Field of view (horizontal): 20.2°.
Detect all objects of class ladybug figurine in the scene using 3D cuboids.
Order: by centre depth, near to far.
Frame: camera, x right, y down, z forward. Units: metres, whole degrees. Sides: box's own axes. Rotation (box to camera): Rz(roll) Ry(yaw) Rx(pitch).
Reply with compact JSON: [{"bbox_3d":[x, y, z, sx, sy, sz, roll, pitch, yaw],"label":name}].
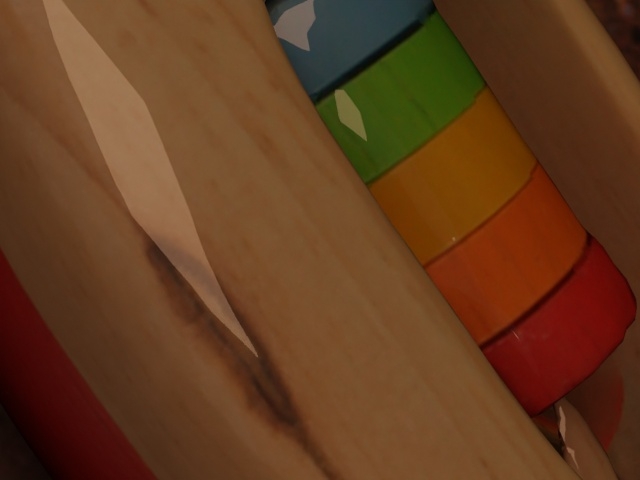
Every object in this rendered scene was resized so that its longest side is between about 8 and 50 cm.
[{"bbox_3d":[0.000,0.000,0.578,0.449,0.162,0.305,57,32,-3],"label":"ladybug figurine"}]
